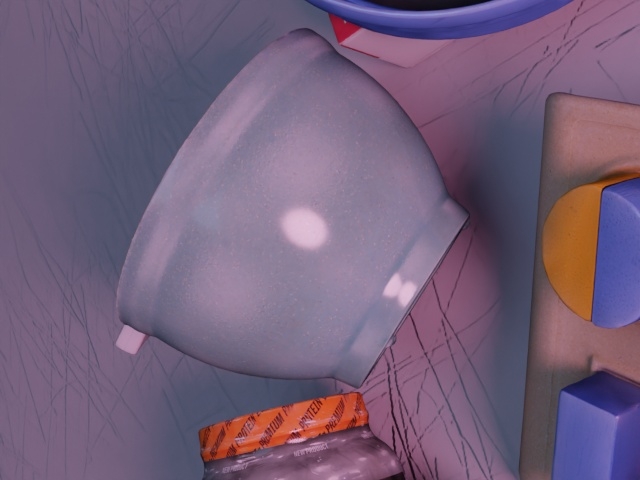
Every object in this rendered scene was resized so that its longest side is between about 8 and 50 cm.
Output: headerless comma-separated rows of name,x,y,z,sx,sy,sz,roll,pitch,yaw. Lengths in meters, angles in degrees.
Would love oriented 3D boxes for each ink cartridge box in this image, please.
ink cartridge box,0.049,-0.242,0.791,0.063,0.109,0.150,-29,70,36

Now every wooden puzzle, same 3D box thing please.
wooden puzzle,0.235,0.091,0.538,0.348,0.081,0.322,27,124,54

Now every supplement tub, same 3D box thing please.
supplement tub,0.000,0.301,0.760,0.194,0.194,0.316,-24,73,37

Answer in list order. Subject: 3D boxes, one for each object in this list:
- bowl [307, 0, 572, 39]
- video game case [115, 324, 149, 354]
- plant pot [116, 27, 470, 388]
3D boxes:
bowl,0.102,-0.341,0.688,0.391,0.077,0.391,-4,78,18
video game case,-0.115,-0.021,0.878,0.026,0.206,0.227,28,111,-1
plant pot,0.000,0.000,0.742,0.196,0.293,0.293,32,111,8
